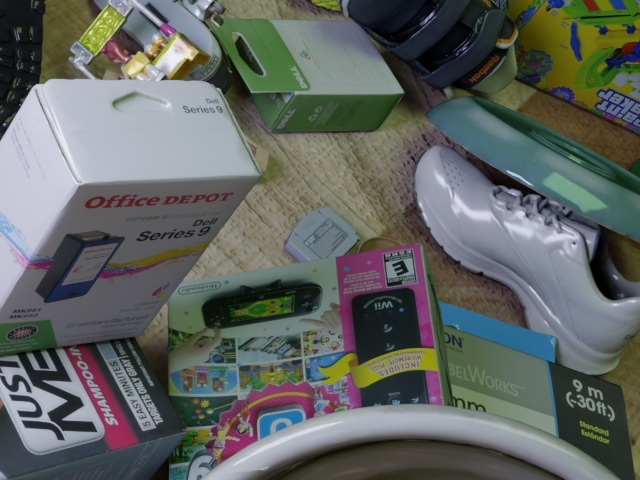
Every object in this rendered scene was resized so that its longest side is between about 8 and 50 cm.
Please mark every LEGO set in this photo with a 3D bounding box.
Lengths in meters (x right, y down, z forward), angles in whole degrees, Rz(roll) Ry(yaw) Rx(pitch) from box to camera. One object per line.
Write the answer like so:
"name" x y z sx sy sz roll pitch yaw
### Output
"LEGO set" -0.211 -0.141 1.488 0.107 0.132 0.287 41 75 8

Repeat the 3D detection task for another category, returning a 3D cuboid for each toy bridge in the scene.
"toy bridge" -0.136 -0.123 1.602 0.188 0.026 0.063 27 39 -14

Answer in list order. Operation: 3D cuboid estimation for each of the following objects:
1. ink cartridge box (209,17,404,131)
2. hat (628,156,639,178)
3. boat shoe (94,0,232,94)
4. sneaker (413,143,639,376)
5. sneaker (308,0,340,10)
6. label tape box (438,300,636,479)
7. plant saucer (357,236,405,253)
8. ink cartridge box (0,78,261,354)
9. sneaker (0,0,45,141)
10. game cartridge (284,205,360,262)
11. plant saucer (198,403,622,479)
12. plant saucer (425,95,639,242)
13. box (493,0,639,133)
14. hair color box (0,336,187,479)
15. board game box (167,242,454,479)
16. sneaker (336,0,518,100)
"ink cartridge box" -0.025 -0.173 1.702 0.209 0.062 0.109 -5 55 -40
"hat" 0.481 -0.014 1.968 0.208 0.184 0.173 -12 41 6
"boat shoe" -0.157 -0.222 1.642 0.228 0.080 0.076 46 -1 36
"sneaker" 0.223 -0.001 1.679 0.297 0.129 0.111 43 41 7
"sneaker" 0.093 -0.326 1.889 0.295 0.123 0.109 -7 57 -42
"label tape box" 0.150 0.170 1.470 0.249 0.115 0.348 19 47 -21
"plant saucer" 0.069 0.034 1.618 0.083 0.015 0.083 21 43 -21
"ink cartridge box" -0.164 -0.015 1.159 0.154 0.212 0.093 -5 56 -41
"sneaker" -0.319 -0.187 1.481 0.107 0.124 0.283 27 64 -35
"game cartridge" 0.000 0.000 1.598 0.056 0.017 0.083 45 40 2
"plant saucer" 0.062 0.279 1.124 0.400 0.400 0.100 32 18 -9
"plant saucer" 0.260 -0.077 1.728 0.317 0.044 0.317 26 12 -6
"box" 0.397 -0.299 1.972 0.290 0.279 0.177 22 43 -20
"hair color box" -0.303 0.129 1.173 0.374 0.113 0.185 -11 60 -42
"board game box" -0.003 0.158 1.300 0.224 0.097 0.303 -10 49 5
"sneaker" 0.133 -0.238 1.782 0.127 0.126 0.321 58 22 19
